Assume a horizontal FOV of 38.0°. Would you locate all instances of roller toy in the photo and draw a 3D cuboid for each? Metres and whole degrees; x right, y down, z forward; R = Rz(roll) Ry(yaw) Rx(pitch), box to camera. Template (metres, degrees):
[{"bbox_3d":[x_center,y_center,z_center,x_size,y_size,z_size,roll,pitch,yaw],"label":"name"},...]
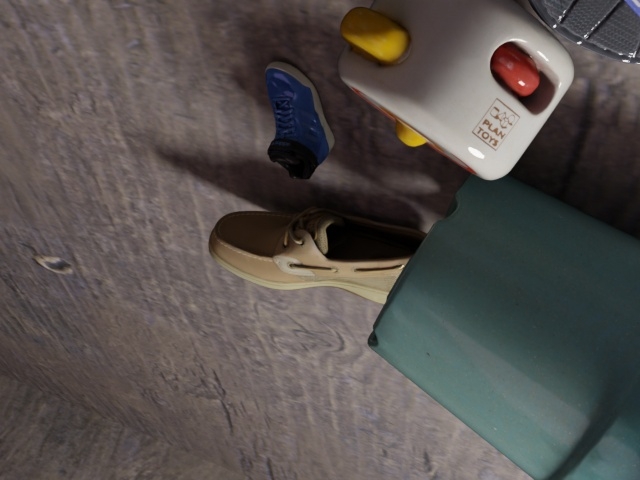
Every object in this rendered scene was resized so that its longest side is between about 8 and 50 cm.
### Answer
[{"bbox_3d":[0.118,-0.151,0.851,0.191,0.146,0.209,35,-174,8],"label":"roller toy"}]

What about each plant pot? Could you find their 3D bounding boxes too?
[{"bbox_3d":[0.255,0.105,1.046,0.334,0.341,0.341,32,151,10],"label":"plant pot"}]

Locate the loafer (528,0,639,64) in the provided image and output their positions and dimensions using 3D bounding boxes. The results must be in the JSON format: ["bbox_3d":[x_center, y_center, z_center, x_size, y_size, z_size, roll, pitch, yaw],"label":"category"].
[{"bbox_3d":[0.182,-0.263,0.779,0.302,0.095,0.109,31,121,-12],"label":"loafer"}]

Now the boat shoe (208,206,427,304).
[{"bbox_3d":[0.000,0.000,1.302,0.341,0.122,0.110,9,141,14],"label":"boat shoe"}]

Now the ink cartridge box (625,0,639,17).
[{"bbox_3d":[0.319,-0.158,0.483,0.270,0.396,0.151,41,149,-19],"label":"ink cartridge box"}]

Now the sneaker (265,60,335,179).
[{"bbox_3d":[-0.037,-0.140,1.138,0.058,0.085,0.152,9,144,32],"label":"sneaker"}]
